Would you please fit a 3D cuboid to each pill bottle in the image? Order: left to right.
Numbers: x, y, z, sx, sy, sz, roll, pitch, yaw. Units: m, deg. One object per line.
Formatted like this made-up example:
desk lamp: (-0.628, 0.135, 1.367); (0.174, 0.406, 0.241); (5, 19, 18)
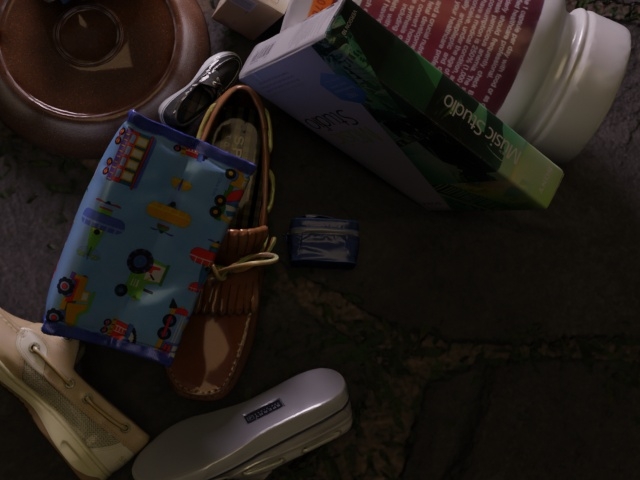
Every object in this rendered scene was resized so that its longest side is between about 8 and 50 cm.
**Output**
pill bottle: (0.162, -0.253, 0.948); (0.392, 0.224, 0.224); (22, 78, -2)

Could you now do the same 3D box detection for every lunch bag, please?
lunch bag: (-0.215, -0.024, 0.834); (0.138, 0.293, 0.221); (22, 92, -26)
lunch bag: (0.000, 0.000, 0.960); (0.098, 0.067, 0.065); (4, 79, -5)

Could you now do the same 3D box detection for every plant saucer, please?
plant saucer: (-0.301, -0.261, 0.985); (0.311, 0.050, 0.310); (1, 80, -7)

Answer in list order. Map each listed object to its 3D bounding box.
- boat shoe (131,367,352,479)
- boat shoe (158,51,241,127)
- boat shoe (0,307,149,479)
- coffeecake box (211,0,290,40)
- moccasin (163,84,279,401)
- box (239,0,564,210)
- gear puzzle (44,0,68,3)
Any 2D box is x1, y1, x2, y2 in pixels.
boat shoe: (-0.085, 0.243, 0.896); (0.267, 0.096, 0.088); (-24, 120, -16)
boat shoe: (-0.149, -0.194, 0.979); (0.142, 0.040, 0.049); (-47, 131, -20)
boat shoe: (-0.322, 0.145, 0.879); (0.098, 0.109, 0.302); (-39, 92, -17)
coffeecake box: (-0.061, -0.371, 0.972); (0.068, 0.142, 0.185); (25, 82, -19)
moccasin: (-0.117, 0.000, 0.905); (0.139, 0.147, 0.380); (14, 78, -4)
box: (0.086, -0.134, 0.861); (0.322, 0.232, 0.058); (30, 79, -24)
gear puzzle: (-0.320, -0.458, 0.983); (0.175, 0.044, 0.339); (-19, 72, 0)
